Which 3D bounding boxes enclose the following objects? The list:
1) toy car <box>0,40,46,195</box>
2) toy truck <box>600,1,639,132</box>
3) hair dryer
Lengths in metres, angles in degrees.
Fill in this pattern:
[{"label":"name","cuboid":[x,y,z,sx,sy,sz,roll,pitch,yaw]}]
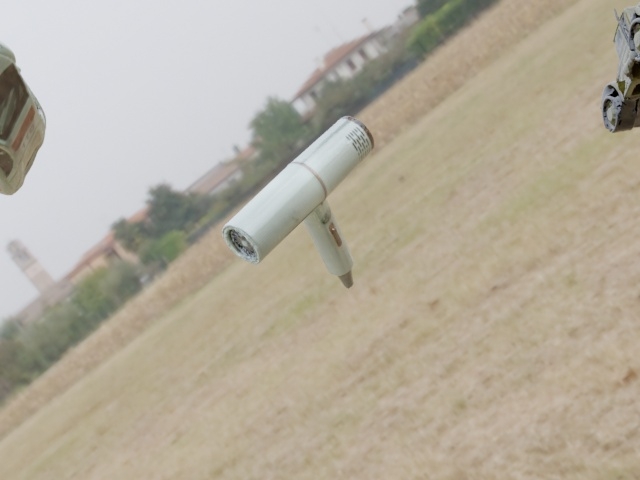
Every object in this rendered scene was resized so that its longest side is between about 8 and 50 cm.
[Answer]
[{"label":"toy car","cuboid":[-0.282,-0.105,0.851,0.205,0.056,0.095,108,-177,-72]},{"label":"toy truck","cuboid":[0.377,-0.224,1.054,0.127,0.127,0.257,-10,-34,-6]},{"label":"hair dryer","cuboid":[-0.005,0.006,0.854,0.044,0.183,0.155,26,56,33]}]
